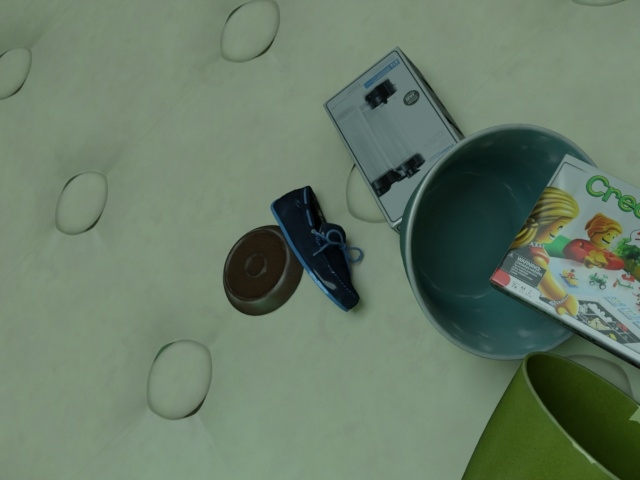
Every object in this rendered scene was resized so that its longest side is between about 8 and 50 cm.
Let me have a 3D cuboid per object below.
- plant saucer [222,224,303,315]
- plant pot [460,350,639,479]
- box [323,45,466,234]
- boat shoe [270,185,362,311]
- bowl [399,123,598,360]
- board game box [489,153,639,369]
[{"bbox_3d":[-0.107,0.047,1.590,0.168,0.029,0.168,-12,65,27],"label":"plant saucer"},{"bbox_3d":[0.277,0.337,1.115,0.275,0.274,0.293,48,114,36],"label":"plant pot"},{"bbox_3d":[0.140,-0.157,1.487,0.169,0.087,0.290,-35,56,15],"label":"box"},{"bbox_3d":[0.000,0.000,1.497,0.089,0.109,0.258,-36,59,5],"label":"boat shoe"},{"bbox_3d":[0.233,-0.002,1.266,0.312,0.311,0.163,-62,17,-5],"label":"bowl"},{"bbox_3d":[0.389,0.046,1.116,0.305,0.053,0.193,30,84,21],"label":"board game box"}]
